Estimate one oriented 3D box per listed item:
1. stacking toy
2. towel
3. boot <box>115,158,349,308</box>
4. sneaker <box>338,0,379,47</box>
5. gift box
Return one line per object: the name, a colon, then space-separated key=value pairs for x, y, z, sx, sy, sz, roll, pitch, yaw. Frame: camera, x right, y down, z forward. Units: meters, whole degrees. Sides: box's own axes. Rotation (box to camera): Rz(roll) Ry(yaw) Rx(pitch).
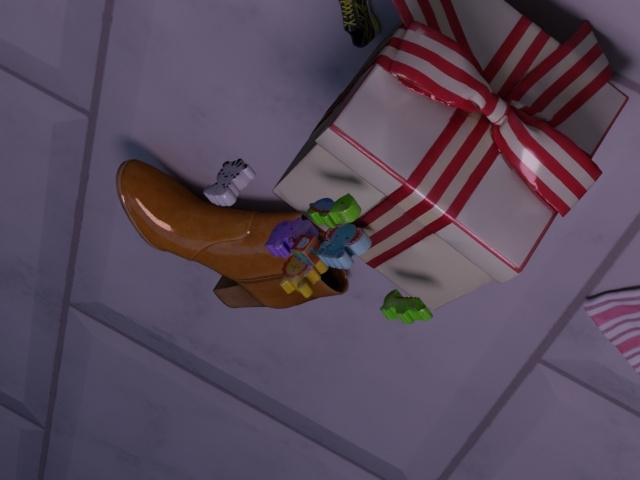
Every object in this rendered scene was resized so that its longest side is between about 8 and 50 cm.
stacking toy: x=0.000 y=0.000 z=1.361 sx=0.221 sy=0.052 sz=0.167 roll=12 pitch=149 yaw=47
towel: x=0.419 y=0.128 z=1.608 sx=0.144 sy=0.029 sz=0.197 roll=-18 pitch=122 yaw=46
boot: x=-0.107 y=-0.020 z=1.774 sx=0.211 sy=0.104 sz=0.295 roll=-14 pitch=130 yaw=39
sneaker: x=0.037 y=-0.241 z=1.438 sx=0.031 sy=0.035 sz=0.083 roll=-3 pitch=132 yaw=38
gift box: x=0.128 y=-0.118 z=1.345 sx=0.255 sy=0.276 sz=0.258 roll=33 pitch=161 yaw=-8
